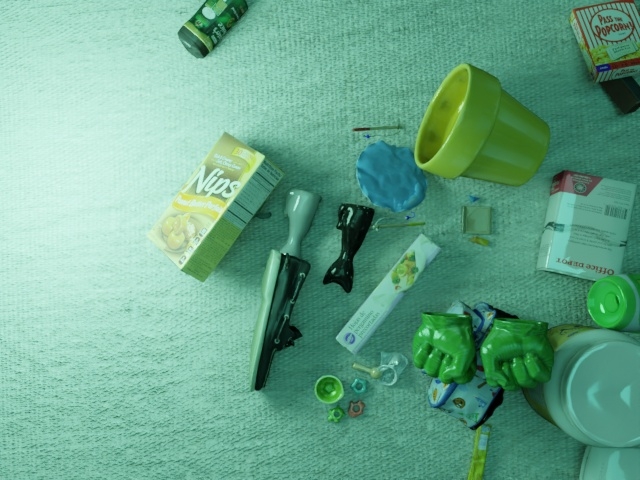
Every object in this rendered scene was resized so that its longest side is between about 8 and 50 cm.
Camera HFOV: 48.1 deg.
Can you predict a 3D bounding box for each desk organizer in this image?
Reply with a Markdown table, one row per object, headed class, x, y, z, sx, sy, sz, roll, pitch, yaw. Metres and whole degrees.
| class | x | y | z | sx | sy | sz | roll | pitch | yaw |
| --- | --- | --- | --- | --- | --- | --- | --- | --- | --- |
| desk organizer | 0.718 | -0.368 | 1.713 | 0.047 | 0.050 | 0.130 | -17 | 67 | -32 |

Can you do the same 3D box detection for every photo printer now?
| class | x | y | z | sx | sy | sz | roll | pitch | yaw |
| --- | --- | --- | --- | --- | --- | --- | --- | --- | --- |
| photo printer | 0.745 | 0.578 | 1.623 | 0.308 | 0.107 | 0.256 | 2 | 86 | 2 |

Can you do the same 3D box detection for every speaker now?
| class | x | y | z | sx | sy | sz | roll | pitch | yaw |
| --- | --- | --- | --- | --- | --- | --- | --- | --- | --- |
| speaker | 0.743 | 0.138 | 1.591 | 0.297 | 0.131 | 0.131 | 2 | 86 | -25 |

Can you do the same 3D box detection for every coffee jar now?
| class | x | y | z | sx | sy | sz | roll | pitch | yaw |
| --- | --- | --- | --- | --- | --- | --- | --- | --- | --- |
| coffee jar | -0.262 | -0.530 | 1.735 | 0.079 | 0.096 | 0.184 | 41 | 89 | 7 |

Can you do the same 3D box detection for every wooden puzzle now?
| class | x | y | z | sx | sy | sz | roll | pitch | yaw |
| --- | --- | --- | --- | --- | --- | --- | --- | --- | --- |
| wooden puzzle | 0.376 | -0.048 | 1.724 | 0.079 | 0.014 | 0.116 | 9 | 87 | -2 |

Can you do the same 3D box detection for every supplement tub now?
| class | x | y | z | sx | sy | sz | roll | pitch | yaw |
| --- | --- | --- | --- | --- | --- | --- | --- | --- | --- |
| supplement tub | 0.577 | 0.305 | 1.534 | 0.241 | 0.331 | 0.241 | 0 | 86 | 2 |

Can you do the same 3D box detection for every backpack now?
| class | x | y | z | sx | sy | sz | roll | pitch | yaw |
| --- | --- | --- | --- | --- | --- | --- | --- | --- | --- |
| backpack | 0.336 | 0.270 | 1.590 | 0.213 | 0.276 | 0.263 | 24 | 94 | 8 |

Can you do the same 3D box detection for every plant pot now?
| class | x | y | z | sx | sy | sz | roll | pitch | yaw |
| --- | --- | --- | --- | --- | --- | --- | --- | --- | --- |
| plant pot | 0.377 | -0.240 | 1.632 | 0.239 | 0.254 | 0.254 | 21 | 87 | -11 |

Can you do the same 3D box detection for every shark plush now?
| class | x | y | z | sx | sy | sz | roll | pitch | yaw |
| --- | --- | --- | --- | --- | --- | --- | --- | --- | --- |
| shark plush | -0.194 | -0.071 | 1.717 | 0.161 | 0.067 | 0.073 | -20 | 86 | 0 |

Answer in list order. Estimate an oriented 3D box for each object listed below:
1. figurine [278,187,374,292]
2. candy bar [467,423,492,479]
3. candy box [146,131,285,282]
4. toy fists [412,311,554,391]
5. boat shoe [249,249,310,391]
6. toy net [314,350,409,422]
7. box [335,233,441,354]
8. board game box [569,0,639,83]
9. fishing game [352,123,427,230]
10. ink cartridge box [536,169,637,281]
| class | x | y | z | sx | sy | sz | roll | pitch | yaw |
| --- | --- | --- | --- | --- | --- | --- | --- | --- | --- |
| figurine | 0.000 | 0.000 | 1.701 | 0.215 | 0.092 | 0.209 | 15 | 91 | 4 |
| candy bar | 0.373 | 0.507 | 1.685 | 0.040 | 0.018 | 0.161 | 10 | 86 | -1 |
| candy box | -0.246 | -0.081 | 1.666 | 0.183 | 0.087 | 0.316 | 35 | 88 | 43 |
| toy fists | 0.318 | 0.225 | 1.426 | 0.279 | 0.096 | 0.142 | 2 | 91 | 21 |
| boat shoe | -0.093 | 0.195 | 1.668 | 0.113 | 0.127 | 0.340 | 10 | 93 | -11 |
| toy net | 0.107 | 0.342 | 1.691 | 0.232 | 0.045 | 0.122 | -23 | 86 | 0 |
| box | 0.160 | 0.125 | 1.694 | 0.063 | 0.067 | 0.324 | 39 | 89 | 5 |
| board game box | 0.692 | -0.474 | 1.695 | 0.147 | 0.045 | 0.193 | -11 | 66 | 1 |
| fishing game | 0.167 | -0.151 | 1.700 | 0.189 | 0.041 | 0.264 | -9 | 75 | -23 |
| ink cartridge box | 0.617 | -0.027 | 1.670 | 0.172 | 0.100 | 0.237 | 12 | 87 | 2 |
